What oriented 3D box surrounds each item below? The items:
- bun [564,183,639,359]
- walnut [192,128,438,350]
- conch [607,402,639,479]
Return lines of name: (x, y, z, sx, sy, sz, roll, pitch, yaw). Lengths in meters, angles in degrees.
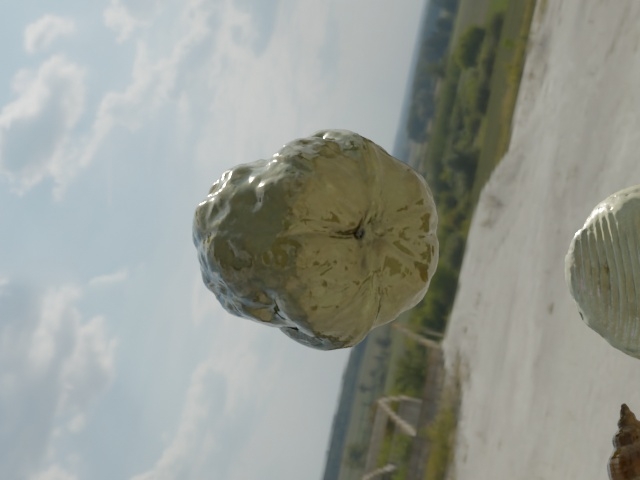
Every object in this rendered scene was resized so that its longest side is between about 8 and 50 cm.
bun: (0.448, 0.039, 1.251, 0.141, 0.239, 0.239, -14, -57, -43)
walnut: (-0.002, 0.000, 1.182, 0.277, 0.282, 0.253, -18, 98, 54)
conch: (0.331, 0.313, 0.903, 0.093, 0.109, 0.331, -9, 97, 65)
